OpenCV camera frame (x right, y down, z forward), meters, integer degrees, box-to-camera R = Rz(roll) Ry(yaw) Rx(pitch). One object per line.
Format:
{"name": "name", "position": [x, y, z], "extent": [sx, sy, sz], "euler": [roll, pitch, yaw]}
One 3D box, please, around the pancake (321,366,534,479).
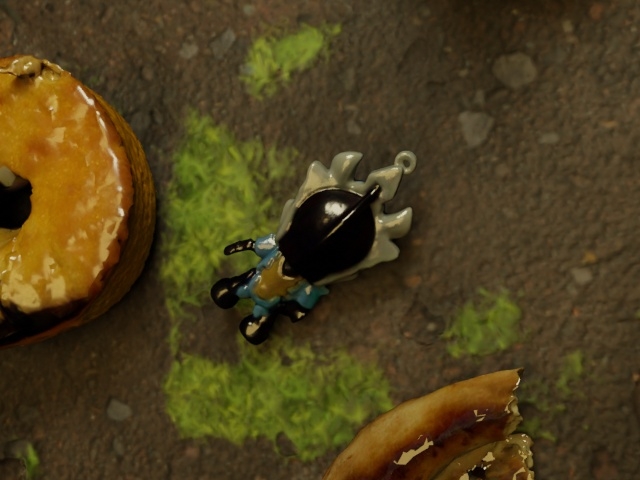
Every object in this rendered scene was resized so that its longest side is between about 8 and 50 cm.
{"name": "pancake", "position": [0.060, 0.224, 0.737], "extent": [0.212, 0.056, 0.258], "euler": [-3, 87, 18]}

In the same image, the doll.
{"name": "doll", "position": [0.000, 0.000, 0.760], "extent": [0.195, 0.070, 0.096], "euler": [-42, 92, 19]}

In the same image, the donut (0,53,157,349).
{"name": "donut", "position": [-0.254, -0.029, 0.818], "extent": [0.253, 0.118, 0.254], "euler": [-1, 88, 15]}
